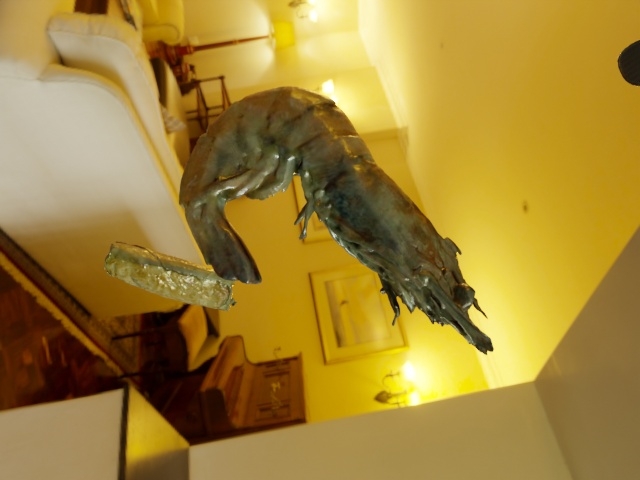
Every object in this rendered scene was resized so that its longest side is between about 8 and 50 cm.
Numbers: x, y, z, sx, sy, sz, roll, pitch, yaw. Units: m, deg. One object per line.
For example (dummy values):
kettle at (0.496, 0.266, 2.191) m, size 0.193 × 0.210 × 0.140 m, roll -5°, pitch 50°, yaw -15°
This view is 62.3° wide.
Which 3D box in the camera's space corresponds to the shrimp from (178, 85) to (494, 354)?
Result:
shrimp at (0.000, 0.000, 0.426) m, size 0.296 × 0.169 × 0.058 m, roll 51°, pitch -1°, yaw 16°

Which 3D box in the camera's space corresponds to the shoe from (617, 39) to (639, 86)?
shoe at (0.780, -0.424, 1.163) m, size 0.108 × 0.093 × 0.241 m, roll 69°, pitch -18°, yaw 4°

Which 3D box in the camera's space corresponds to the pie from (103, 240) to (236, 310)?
pie at (-0.308, 0.081, 1.106) m, size 0.128 × 0.282 × 0.068 m, roll 114°, pitch -10°, yaw -46°
